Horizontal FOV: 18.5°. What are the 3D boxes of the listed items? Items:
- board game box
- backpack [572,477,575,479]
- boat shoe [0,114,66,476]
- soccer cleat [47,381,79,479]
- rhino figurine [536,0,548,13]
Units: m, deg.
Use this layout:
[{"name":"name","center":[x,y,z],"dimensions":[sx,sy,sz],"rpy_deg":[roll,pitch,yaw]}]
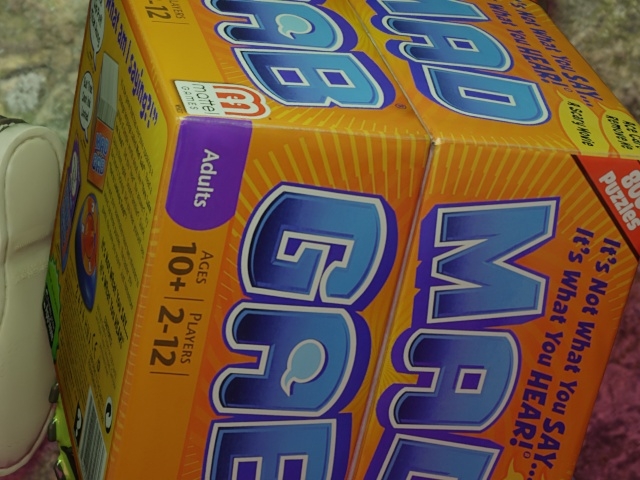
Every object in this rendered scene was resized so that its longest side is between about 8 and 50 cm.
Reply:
[{"name":"board game box","center":[0.000,0.000,1.525],"dimensions":[0.356,0.356,0.356],"rpy_deg":[4,118,-17]},{"name":"backpack","center":[0.149,0.257,1.766],"dimensions":[0.188,0.144,0.166],"rpy_deg":[-20,94,-5]},{"name":"boat shoe","center":[-0.288,0.047,1.715],"dimensions":[0.096,0.116,0.324],"rpy_deg":[18,114,32]},{"name":"soccer cleat","center":[-0.155,0.226,1.767],"dimensions":[0.121,0.093,0.289],"rpy_deg":[-27,103,-35]},{"name":"rhino figurine","center":[0.148,-0.147,1.740],"dimensions":[0.106,0.073,0.243],"rpy_deg":[0,100,-2]}]
